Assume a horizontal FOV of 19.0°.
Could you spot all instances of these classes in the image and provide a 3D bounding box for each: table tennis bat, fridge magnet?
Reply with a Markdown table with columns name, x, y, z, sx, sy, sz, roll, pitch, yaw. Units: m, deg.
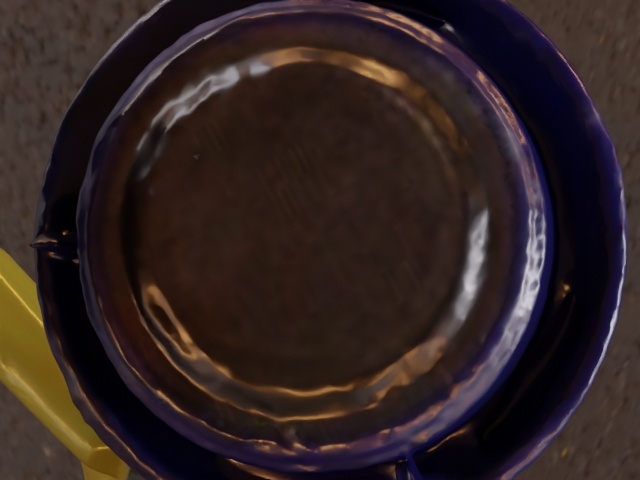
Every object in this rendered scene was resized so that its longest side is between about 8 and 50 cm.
| name | x | y | z | sx | sy | sz | roll | pitch | yaw |
| --- | --- | --- | --- | --- | --- | --- | --- | --- | --- |
| table tennis bat | -0.098 | 0.127 | 1.067 | 0.054 | 0.224 | 0.369 | -28 | 61 | -35 |
| fridge magnet | 0.000 | 0.000 | 0.836 | 0.265 | 0.113 | 0.265 | -1 | 86 | 10 |
